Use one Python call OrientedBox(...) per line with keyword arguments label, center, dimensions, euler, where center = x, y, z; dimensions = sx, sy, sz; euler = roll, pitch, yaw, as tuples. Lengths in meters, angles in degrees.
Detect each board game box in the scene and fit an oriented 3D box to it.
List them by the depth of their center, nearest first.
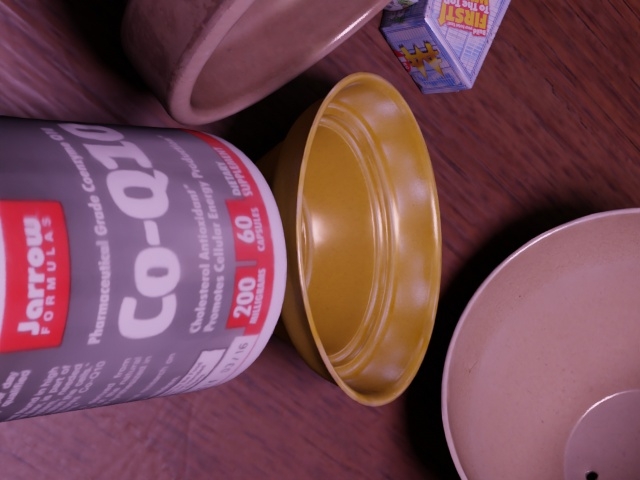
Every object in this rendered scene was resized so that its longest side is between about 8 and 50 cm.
OrientedBox(label="board game box", center=(0.076, -0.216, 0.862), dimensions=(0.194, 0.060, 0.194), euler=(16, 83, -31))

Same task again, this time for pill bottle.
OrientedBox(label="pill bottle", center=(-0.166, 0.015, 0.620), dimensions=(0.283, 0.161, 0.161), euler=(-2, 93, -50))

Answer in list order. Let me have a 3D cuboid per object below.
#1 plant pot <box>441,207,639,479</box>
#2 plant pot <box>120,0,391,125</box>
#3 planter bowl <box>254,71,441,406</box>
OrientedBox(label="plant pot", center=(0.245, 0.145, 0.889), dimensions=(0.284, 0.284, 0.191), euler=(-56, 152, -17))
OrientedBox(label="plant pot", center=(-0.054, -0.232, 0.684), dimensions=(0.263, 0.263, 0.229), euler=(-39, 86, -24))
OrientedBox(label="planter bowl", center=(0.000, 0.000, 0.787), dimensions=(0.217, 0.090, 0.217), euler=(5, 84, -61))
